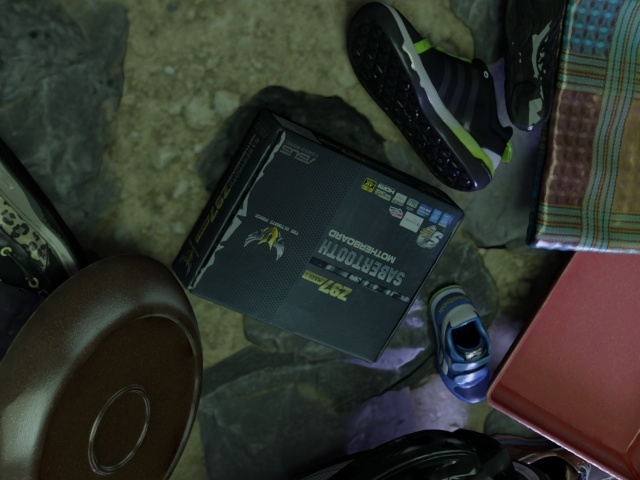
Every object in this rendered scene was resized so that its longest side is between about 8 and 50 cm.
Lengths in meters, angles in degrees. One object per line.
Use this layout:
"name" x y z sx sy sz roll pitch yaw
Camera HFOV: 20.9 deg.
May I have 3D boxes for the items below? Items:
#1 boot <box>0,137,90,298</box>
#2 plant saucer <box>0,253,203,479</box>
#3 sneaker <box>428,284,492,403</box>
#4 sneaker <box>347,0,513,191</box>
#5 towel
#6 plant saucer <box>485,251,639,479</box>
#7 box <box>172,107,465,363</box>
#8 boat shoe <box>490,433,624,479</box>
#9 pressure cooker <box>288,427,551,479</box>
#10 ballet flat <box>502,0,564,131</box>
"boot" -0.312 0.027 1.555 0.178 0.085 0.236 -31 122 0
"plant saucer" -0.198 0.165 1.583 0.310 0.050 0.311 -38 138 -44
"sneaker" 0.150 0.118 1.797 0.053 0.059 0.144 -26 123 -11
"sneaker" 0.110 -0.151 1.655 0.097 0.084 0.235 -50 126 -22
"towel" 0.393 -0.113 1.766 0.370 0.040 0.272 2 100 -23
"plant saucer" 0.320 0.106 1.854 0.259 0.047 0.258 31 93 -30
"box" 0.000 0.000 1.678 0.232 0.059 0.183 24 105 -30
"boat shoe" 0.261 0.253 1.903 0.183 0.066 0.066 0 114 -22
"pressure cooker" 0.080 0.403 1.714 0.375 0.370 0.420 -13 120 17
"ballet flat" 0.201 -0.191 1.672 0.057 0.049 0.173 5 98 3
